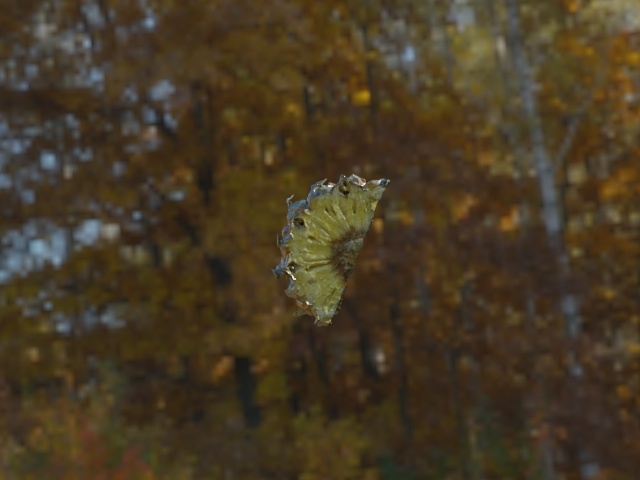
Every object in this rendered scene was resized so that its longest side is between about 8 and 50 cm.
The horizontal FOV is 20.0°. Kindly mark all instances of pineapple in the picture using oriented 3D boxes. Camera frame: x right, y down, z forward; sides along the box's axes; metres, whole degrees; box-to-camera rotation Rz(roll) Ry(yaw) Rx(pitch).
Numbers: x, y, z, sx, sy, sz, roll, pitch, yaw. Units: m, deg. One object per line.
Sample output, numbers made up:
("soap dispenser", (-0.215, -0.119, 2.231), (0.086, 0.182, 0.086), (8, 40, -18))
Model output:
("pineapple", (0.000, 0.000, 0.929), (0.045, 0.083, 0.019), (20, 3, -14))
